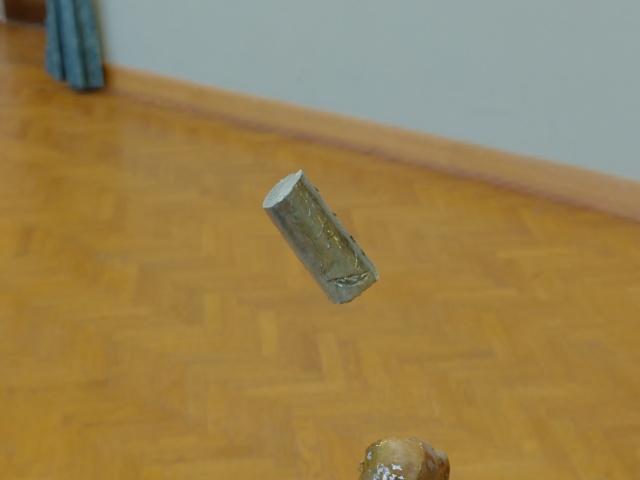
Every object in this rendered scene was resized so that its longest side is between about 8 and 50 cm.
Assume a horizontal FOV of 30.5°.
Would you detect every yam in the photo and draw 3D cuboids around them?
[{"bbox_3d":[0.000,0.000,1.063,0.054,0.132,0.054,-30,24,15],"label":"yam"}]

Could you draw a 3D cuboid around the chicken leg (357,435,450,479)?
[{"bbox_3d":[0.035,0.244,0.732,0.087,0.252,0.107,8,1,21],"label":"chicken leg"}]
